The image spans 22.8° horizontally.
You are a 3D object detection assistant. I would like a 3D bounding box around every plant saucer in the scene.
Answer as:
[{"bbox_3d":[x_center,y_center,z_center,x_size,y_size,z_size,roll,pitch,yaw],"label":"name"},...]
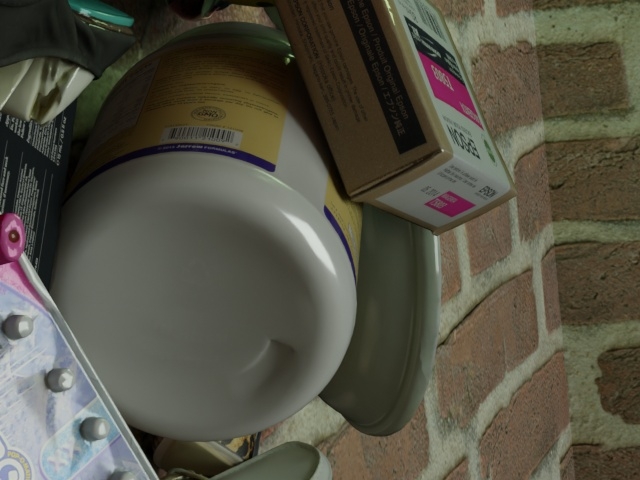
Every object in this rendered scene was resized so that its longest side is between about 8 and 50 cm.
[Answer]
[{"bbox_3d":[0.000,0.000,1.577,0.400,0.100,0.400,175,-90,-71],"label":"plant saucer"}]

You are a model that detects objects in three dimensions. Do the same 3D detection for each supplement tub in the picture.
[{"bbox_3d":[-0.084,-0.023,1.282,0.331,0.241,0.241,-82,160,-61],"label":"supplement tub"}]

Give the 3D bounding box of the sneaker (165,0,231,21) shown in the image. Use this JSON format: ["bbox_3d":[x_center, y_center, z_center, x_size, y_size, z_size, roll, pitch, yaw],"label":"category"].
[{"bbox_3d":[-0.102,-0.266,1.534,0.319,0.112,0.131,19,84,-62],"label":"sneaker"}]

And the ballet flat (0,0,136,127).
[{"bbox_3d":[-0.190,-0.126,0.981,0.280,0.095,0.096,10,103,-82],"label":"ballet flat"}]

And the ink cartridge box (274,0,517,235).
[{"bbox_3d":[0.064,-0.119,1.294,0.193,0.088,0.234,68,16,14],"label":"ink cartridge box"}]

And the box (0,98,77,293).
[{"bbox_3d":[-0.257,-0.074,1.068,0.184,0.103,0.261,48,43,-62],"label":"box"}]

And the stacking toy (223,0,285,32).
[{"bbox_3d":[-0.048,-0.308,1.287,0.480,0.350,0.351,46,45,-57],"label":"stacking toy"}]

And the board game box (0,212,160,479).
[{"bbox_3d":[-0.229,0.201,0.840,0.390,0.050,0.390,-41,110,-39],"label":"board game box"}]

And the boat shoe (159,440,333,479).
[{"bbox_3d":[-0.101,0.244,1.307,0.302,0.113,0.103,-36,123,-39],"label":"boat shoe"}]

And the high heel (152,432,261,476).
[{"bbox_3d":[-0.094,0.129,1.473,0.261,0.093,0.186,67,28,-69],"label":"high heel"}]
